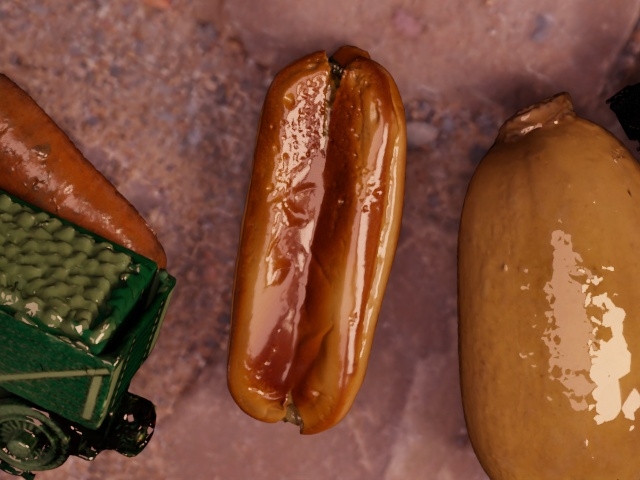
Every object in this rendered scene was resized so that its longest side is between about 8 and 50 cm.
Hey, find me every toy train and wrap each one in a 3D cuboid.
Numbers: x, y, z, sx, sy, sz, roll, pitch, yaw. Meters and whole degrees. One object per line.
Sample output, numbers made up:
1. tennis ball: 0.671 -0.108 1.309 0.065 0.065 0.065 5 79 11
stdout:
1. toy train: -0.223 0.052 1.107 0.269 0.115 0.154 25 131 5

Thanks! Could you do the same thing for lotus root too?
1. lotus root: 0.157 0.061 1.098 0.146 0.131 0.303 -6 102 5

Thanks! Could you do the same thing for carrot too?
1. carrot: -0.170 -0.038 1.130 0.186 0.060 0.060 44 100 -7

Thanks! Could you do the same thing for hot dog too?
1. hot dog: 0.000 0.000 1.126 0.100 0.068 0.250 12 100 10

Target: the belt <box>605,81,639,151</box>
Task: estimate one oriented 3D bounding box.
1. belt: 0.234 -0.046 1.088 0.058 0.105 0.140 -32 109 8
